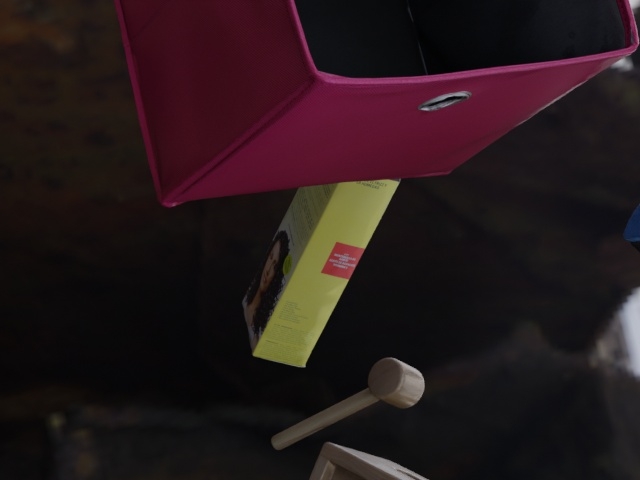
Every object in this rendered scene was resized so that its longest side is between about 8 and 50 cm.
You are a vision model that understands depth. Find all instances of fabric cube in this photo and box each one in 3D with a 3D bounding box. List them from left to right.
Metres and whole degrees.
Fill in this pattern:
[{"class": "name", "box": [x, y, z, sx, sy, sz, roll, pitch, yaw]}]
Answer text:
[{"class": "fabric cube", "box": [0.018, -0.188, 1.300, 0.258, 0.254, 0.259, -34, -113, 58]}]

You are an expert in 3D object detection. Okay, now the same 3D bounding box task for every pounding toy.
[{"class": "pounding toy", "box": [0.047, 0.197, 1.455, 0.094, 0.181, 0.206, 23, 89, -46]}]

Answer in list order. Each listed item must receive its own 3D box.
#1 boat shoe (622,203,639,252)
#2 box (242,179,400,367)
[{"class": "boat shoe", "box": [0.373, -0.012, 1.668, 0.089, 0.109, 0.258, 38, -8, -17]}, {"class": "box", "box": [0.000, 0.000, 1.716, 0.232, 0.058, 0.087, -63, -156, 27]}]
